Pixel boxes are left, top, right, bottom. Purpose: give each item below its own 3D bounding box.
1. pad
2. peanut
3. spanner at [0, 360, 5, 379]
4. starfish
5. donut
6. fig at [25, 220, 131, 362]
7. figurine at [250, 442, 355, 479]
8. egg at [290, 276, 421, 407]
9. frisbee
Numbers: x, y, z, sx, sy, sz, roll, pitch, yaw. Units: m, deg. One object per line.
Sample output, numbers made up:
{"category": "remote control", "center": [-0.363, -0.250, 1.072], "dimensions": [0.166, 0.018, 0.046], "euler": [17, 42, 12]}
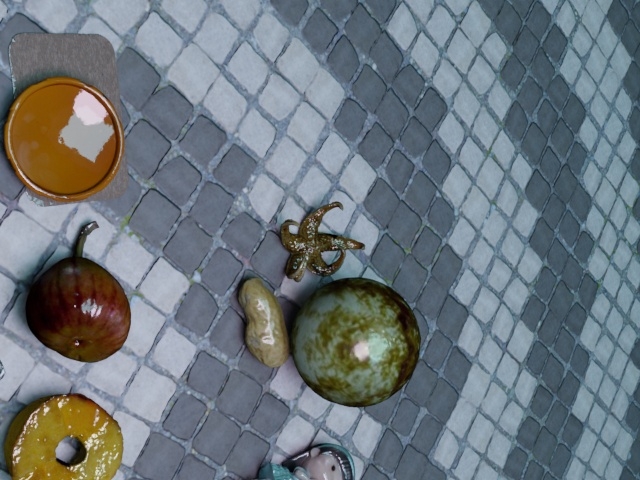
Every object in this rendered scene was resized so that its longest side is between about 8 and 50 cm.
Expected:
{"category": "pad", "center": [-0.393, -0.192, 1.373], "dimensions": [0.176, 0.002, 0.266], "euler": [-10, 99, -39]}
{"category": "peanut", "center": [-0.106, 0.152, 1.586], "dimensions": [0.080, 0.080, 0.174], "euler": [-23, 103, -37]}
{"category": "spanner", "center": [-0.539, 0.074, 1.252], "dimensions": [0.093, 0.026, 0.325], "euler": [-34, 114, -32]}
{"category": "starfish", "center": [0.002, 0.000, 1.665], "dimensions": [0.190, 0.074, 0.146], "euler": [-9, 99, -39]}
{"category": "donut", "center": [-0.402, 0.320, 1.349], "dimensions": [0.190, 0.075, 0.174], "euler": [28, 73, -42]}
{"category": "fig", "center": [-0.377, 0.089, 1.322], "dimensions": [0.202, 0.148, 0.149], "euler": [52, 17, 14]}
{"category": "figurine", "center": [-0.040, 0.467, 1.641], "dimensions": [0.245, 0.110, 0.138], "euler": [-8, 107, -36]}
{"category": "egg", "center": [0.070, 0.185, 1.619], "dimensions": [0.289, 0.238, 0.238], "euler": [-8, 99, -73]}
{"category": "frisbee", "center": [-0.396, -0.155, 1.346], "dimensions": [0.192, 0.035, 0.192], "euler": [-2, 92, -39]}
